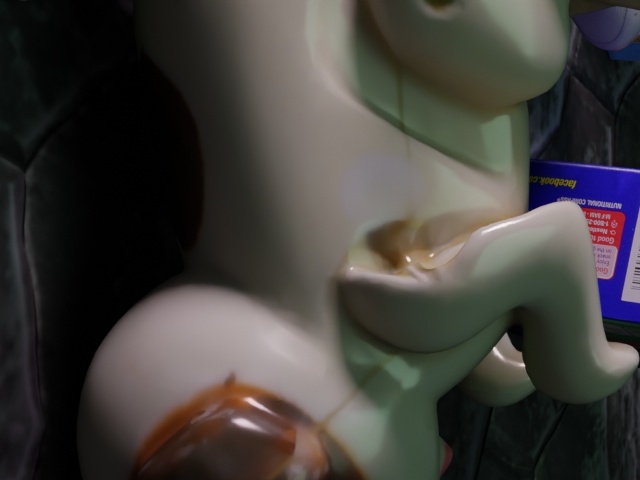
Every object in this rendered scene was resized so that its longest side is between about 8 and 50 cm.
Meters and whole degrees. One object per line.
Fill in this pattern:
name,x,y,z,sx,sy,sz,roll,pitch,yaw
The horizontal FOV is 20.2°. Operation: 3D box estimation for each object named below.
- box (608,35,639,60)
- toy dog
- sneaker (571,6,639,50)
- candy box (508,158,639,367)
box,0.274,-0.271,1.529,0.060,0.100,0.244,-50,131,-38
toy dog,0.000,0.000,1.012,0.395,0.284,0.408,18,83,-26
sneaker,0.177,-0.253,1.416,0.121,0.099,0.262,-44,120,-34
candy box,0.248,0.031,1.379,0.317,0.268,0.122,19,81,-54
